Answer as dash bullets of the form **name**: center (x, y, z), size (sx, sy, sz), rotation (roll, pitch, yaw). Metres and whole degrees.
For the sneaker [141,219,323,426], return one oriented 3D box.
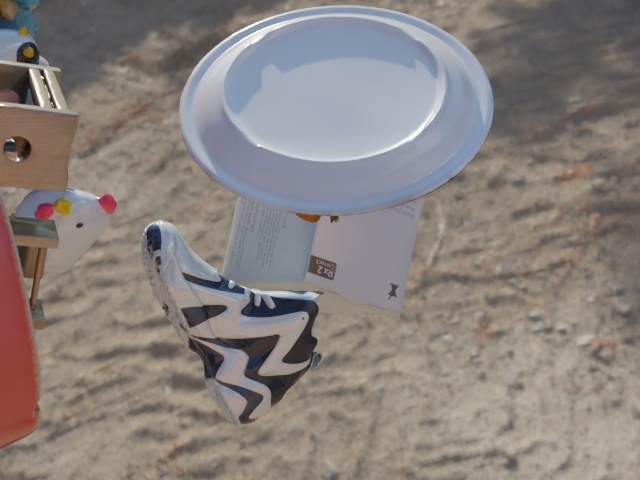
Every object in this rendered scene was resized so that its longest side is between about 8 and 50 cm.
- **sneaker**: center (-0.078, 0.061, 1.232), size (0.153, 0.235, 0.094), rotation (-30, 5, -18)

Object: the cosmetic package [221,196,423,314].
- **cosmetic package**: center (0.000, 0.000, 1.409), size (0.183, 0.151, 0.151), rotation (-3, 72, 52)

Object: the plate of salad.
- **plate of salad**: center (0.010, -0.082, 0.751), size (0.199, 0.048, 0.200), rotation (-2, 47, 3)

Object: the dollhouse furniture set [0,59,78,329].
- **dollhouse furniture set**: center (-0.281, -0.042, 0.948), size (0.129, 0.184, 0.129), rotation (5, 22, -22)

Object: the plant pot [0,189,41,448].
- **plant pot**: center (-0.293, 0.043, 0.631), size (0.243, 0.275, 0.275), rotation (-13, 26, -22)

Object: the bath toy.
- **bath toy**: center (-0.335, -0.135, 1.377), size (0.129, 0.348, 0.151), rotation (-26, -17, 19)
